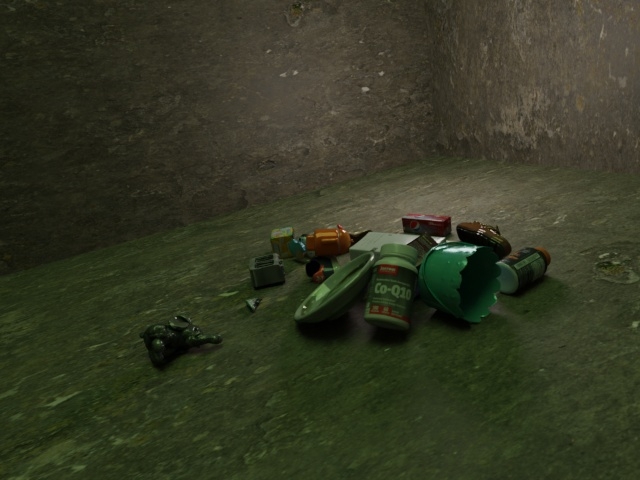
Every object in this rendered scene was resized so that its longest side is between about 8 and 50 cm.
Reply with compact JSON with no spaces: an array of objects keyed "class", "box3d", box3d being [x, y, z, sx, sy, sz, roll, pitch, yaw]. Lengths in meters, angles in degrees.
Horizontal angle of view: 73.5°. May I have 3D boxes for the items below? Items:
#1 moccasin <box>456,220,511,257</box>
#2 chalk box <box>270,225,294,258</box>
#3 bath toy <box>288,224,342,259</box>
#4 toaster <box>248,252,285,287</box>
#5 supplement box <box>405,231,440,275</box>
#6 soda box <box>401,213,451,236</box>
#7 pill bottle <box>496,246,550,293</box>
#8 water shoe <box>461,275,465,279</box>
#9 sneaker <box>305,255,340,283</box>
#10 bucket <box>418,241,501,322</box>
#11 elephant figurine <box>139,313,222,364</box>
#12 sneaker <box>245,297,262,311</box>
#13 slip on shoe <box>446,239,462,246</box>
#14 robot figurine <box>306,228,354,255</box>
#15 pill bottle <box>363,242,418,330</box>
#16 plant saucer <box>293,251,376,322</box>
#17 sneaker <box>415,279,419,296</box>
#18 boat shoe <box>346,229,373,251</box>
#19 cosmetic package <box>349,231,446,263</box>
[{"class":"moccasin","box3d":[0.782,-0.014,2.010,0.147,0.139,0.380,-21,11,-2]},{"class":"chalk box","box3d":[-0.210,0.005,2.452,0.132,0.132,0.213,-11,19,-1]},{"class":"bath toy","box3d":[0.000,0.000,2.356,0.348,0.151,0.129,-22,-16,-38]},{"class":"toaster","box3d":[-0.269,0.150,2.112,0.186,0.110,0.168,-12,19,-3]},{"class":"supplement box","box3d":[0.358,0.083,1.682,0.240,0.073,0.130,-32,40,-1]},{"class":"soda box","box3d":[0.582,-0.088,2.356,0.264,0.092,0.084,9,26,44]},{"class":"pill bottle","box3d":[0.783,0.105,1.663,0.246,0.130,0.130,-21,22,-28]},{"class":"water shoe","box3d":[0.558,0.160,1.713,0.203,0.072,0.080,0,20,27]},{"class":"sneaker","box3d":[-0.005,0.107,2.063,0.148,0.131,0.350,-9,19,-7]},{"class":"bucket","box3d":[0.493,0.141,1.532,0.281,0.280,0.183,-26,21,-36]},{"class":"elephant figurine","box3d":[-0.531,0.368,1.633,0.240,0.185,0.169,-13,-26,-38]},{"class":"sneaker","box3d":[-0.284,0.274,1.881,0.069,0.038,0.098,-19,21,-19]},{"class":"slip on shoe","box3d":[0.545,0.049,1.973,0.332,0.122,0.101,0,18,39]},{"class":"robot figurine","box3d":[0.044,0.007,1.984,0.220,0.158,0.128,-3,50,2]},{"class":"pill bottle","box3d":[0.256,0.162,1.519,0.162,0.282,0.161,12,-19,4]},{"class":"plant saucer","box3d":[0.076,0.205,1.658,0.401,0.100,0.400,-39,4,3]},{"class":"sneaker","box3d":[0.270,0.181,1.768,0.161,0.102,0.282,-29,27,-35]},{"class":"boat shoe","box3d":[0.158,0.000,2.340,0.286,0.104,0.089,-10,12,-30]},{"class":"cosmetic package","box3d":[0.349,0.078,1.922,0.385,0.156,0.217,3,25,35]}]
